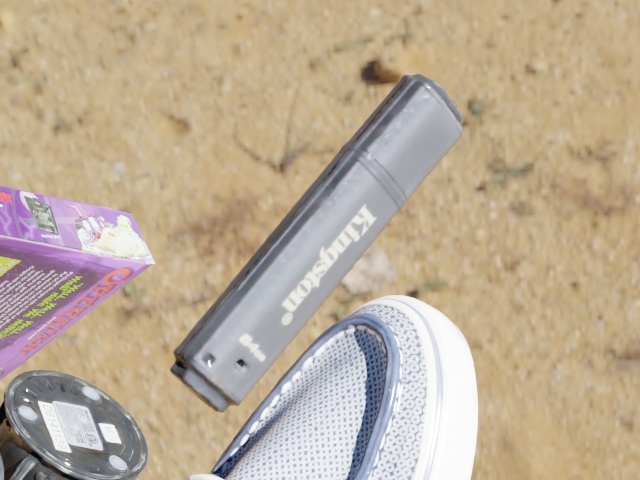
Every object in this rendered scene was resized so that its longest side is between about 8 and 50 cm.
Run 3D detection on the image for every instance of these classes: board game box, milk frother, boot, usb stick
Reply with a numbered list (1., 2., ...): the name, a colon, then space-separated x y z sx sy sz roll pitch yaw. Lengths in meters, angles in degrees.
1. board game box: -0.295 0.081 1.126 0.347 0.208 0.056 -36 62 22
2. milk frother: -0.182 0.144 0.913 0.143 0.134 0.129 25 24 -21
3. boot: -0.030 0.091 0.450 0.069 0.086 0.190 15 78 49
4. usb stick: 0.000 0.000 1.242 0.045 0.077 0.278 35 80 34
